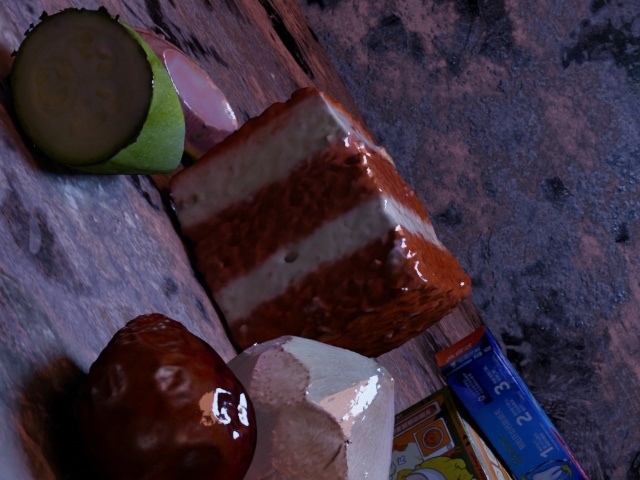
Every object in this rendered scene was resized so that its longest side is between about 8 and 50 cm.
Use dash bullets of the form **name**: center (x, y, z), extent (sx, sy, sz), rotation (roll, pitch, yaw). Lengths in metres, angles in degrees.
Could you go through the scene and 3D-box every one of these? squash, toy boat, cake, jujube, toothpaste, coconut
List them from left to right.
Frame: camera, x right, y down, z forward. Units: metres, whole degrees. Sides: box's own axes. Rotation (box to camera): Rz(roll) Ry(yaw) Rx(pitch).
- **squash**: center (-0.226, -0.168, 1.889), extent (0.189, 0.189, 0.260), rotation (60, 16, 7)
- **jujube**: center (-0.142, 0.149, 1.512), extent (0.168, 0.168, 0.236), rotation (52, 10, -27)
- **toy boat**: center (-0.201, -0.198, 2.306), extent (0.318, 0.099, 0.141), rotation (47, 43, -39)
- **coconut**: center (-0.030, 0.199, 1.647), extent (0.224, 0.234, 0.224), rotation (49, 16, -19)
- **cake**: center (0.000, 0.000, 2.174), extent (0.319, 0.269, 0.270), rotation (63, 13, 17)
- **toothpaste**: center (0.261, 0.251, 2.119), extent (0.320, 0.076, 0.066), rotation (54, 9, -28)

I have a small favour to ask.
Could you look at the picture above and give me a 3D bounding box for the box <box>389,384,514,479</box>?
- **box**: center (0.136, 0.319, 2.107), extent (0.148, 0.195, 0.177), rotation (41, 22, -54)
